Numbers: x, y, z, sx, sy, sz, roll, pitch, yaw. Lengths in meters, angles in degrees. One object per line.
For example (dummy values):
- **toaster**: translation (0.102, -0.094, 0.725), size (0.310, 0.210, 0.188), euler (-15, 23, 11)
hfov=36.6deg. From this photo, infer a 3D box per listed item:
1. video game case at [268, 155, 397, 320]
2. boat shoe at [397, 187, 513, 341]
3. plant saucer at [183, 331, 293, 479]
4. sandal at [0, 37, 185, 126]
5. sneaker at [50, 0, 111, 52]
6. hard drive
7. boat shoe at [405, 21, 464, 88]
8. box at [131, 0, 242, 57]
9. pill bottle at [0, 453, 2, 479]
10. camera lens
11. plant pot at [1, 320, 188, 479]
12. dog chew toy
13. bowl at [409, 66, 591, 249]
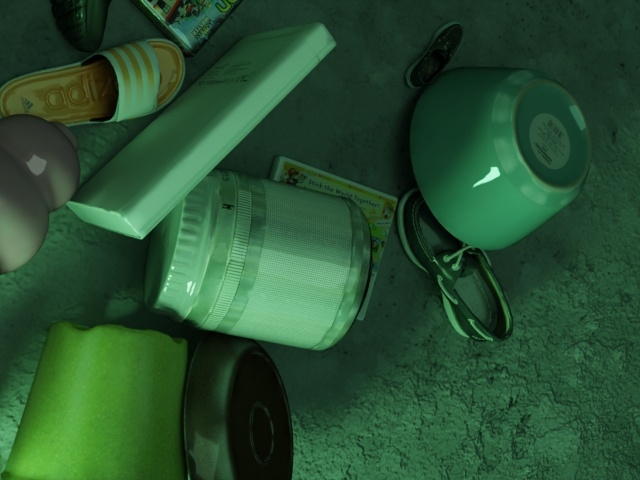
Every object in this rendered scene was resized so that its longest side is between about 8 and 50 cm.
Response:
- **video game case**: translation (0.000, 0.000, 1.498), size (0.227, 0.026, 0.206), euler (18, 87, -30)
- **boat shoe**: translation (0.232, 0.042, 1.601), size (0.114, 0.091, 0.302), euler (-44, 116, -19)
- **plant saucer**: translation (-0.100, 0.269, 1.341), size (0.310, 0.050, 0.310), euler (-8, 90, -73)
- **sandal**: translation (-0.288, -0.196, 1.273), size (0.265, 0.076, 0.101), euler (-22, 107, -27)
- **sneaker**: translation (-0.271, -0.384, 1.249), size (0.130, 0.109, 0.286), euler (4, 96, -37)
- **hard drive**: translation (-0.160, -0.148, 1.263), size (0.353, 0.233, 0.047), euler (-47, 116, -18)
- **boat shoe**: translation (0.193, -0.299, 1.566), size (0.049, 0.040, 0.142), euler (46, 73, -26)
- **box**: translation (-0.156, -0.370, 1.353), size (0.114, 0.036, 0.207), euler (45, 73, -27)
- **pill bottle**: translation (-0.450, 0.261, 1.155), size (0.118, 0.208, 0.117), euler (-4, 98, -30)
- **camera lens**: translation (-0.082, 0.026, 1.318), size (0.274, 0.219, 0.219), euler (12, 90, -20)
- **plant pot**: translation (-0.277, 0.240, 1.246), size (0.276, 0.276, 0.253), euler (13, 79, -31)
- **dog chew toy**: translation (-0.423, -0.027, 1.152), size (0.332, 0.207, 0.206), euler (-46, 116, -27)
- **bowl**: translation (0.311, -0.150, 1.542), size (0.312, 0.163, 0.311), euler (8, 76, -33)
